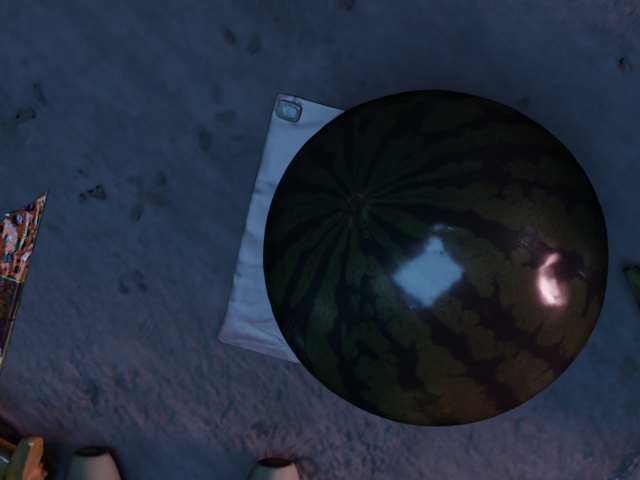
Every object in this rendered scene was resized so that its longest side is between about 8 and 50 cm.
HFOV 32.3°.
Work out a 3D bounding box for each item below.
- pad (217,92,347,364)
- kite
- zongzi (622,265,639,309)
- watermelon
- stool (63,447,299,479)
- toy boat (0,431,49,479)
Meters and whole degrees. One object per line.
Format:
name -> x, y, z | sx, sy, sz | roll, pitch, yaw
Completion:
pad -> 0.000, 0.000, 0.783 | 0.113, 0.006, 0.187 | 16, 101, 4
kite -> -0.273, 0.062, 0.830 | 0.222, 0.008, 0.125 | -24, 98, 11
zongzi -> 0.238, 0.090, 0.746 | 0.119, 0.055, 0.109 | 26, 104, 15
watermelon -> 0.070, 0.010, 0.674 | 0.212, 0.212, 0.212 | 1, 99, 7
stool -> -0.109, 0.259, 0.749 | 0.195, 0.195, 0.198 | 4, 95, 8
toy boat -> -0.294, 0.252, 0.808 | 0.089, 0.115, 0.310 | 32, 102, 2
